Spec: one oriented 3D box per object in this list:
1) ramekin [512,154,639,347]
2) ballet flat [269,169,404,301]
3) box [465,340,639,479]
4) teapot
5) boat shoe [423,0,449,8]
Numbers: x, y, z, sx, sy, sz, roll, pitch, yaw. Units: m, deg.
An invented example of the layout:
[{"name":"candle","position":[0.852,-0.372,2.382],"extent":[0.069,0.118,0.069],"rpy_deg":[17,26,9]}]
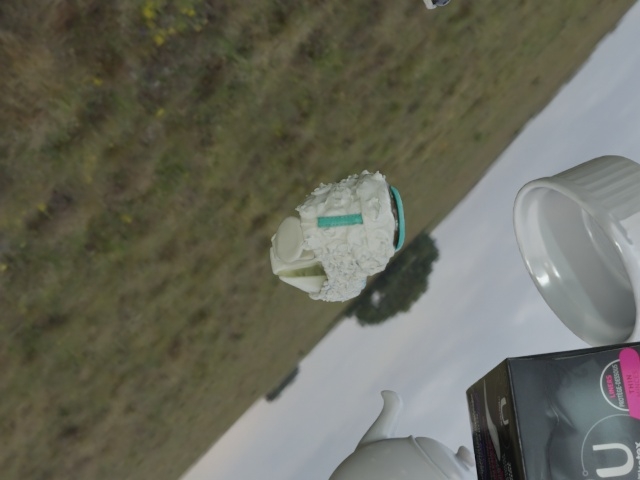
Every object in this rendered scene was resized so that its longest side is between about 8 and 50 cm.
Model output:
[{"name":"ramekin","position":[0.416,0.011,1.433],"extent":[0.135,0.277,0.277],"rpy_deg":[-28,171,-15]},{"name":"ballet flat","position":[0.000,0.000,1.252],"extent":[0.147,0.147,0.409],"rpy_deg":[-46,177,-14]},{"name":"box","position":[0.239,0.203,0.969],"extent":[0.143,0.165,0.270],"rpy_deg":[-6,166,-1]},{"name":"teapot","position":[0.144,0.358,1.331],"extent":[0.187,0.256,0.252],"rpy_deg":[-44,-174,1]},{"name":"boat shoe","position":[0.109,-0.279,0.788],"extent":[0.075,0.065,0.206],"rpy_deg":[-80,169,-49]}]
